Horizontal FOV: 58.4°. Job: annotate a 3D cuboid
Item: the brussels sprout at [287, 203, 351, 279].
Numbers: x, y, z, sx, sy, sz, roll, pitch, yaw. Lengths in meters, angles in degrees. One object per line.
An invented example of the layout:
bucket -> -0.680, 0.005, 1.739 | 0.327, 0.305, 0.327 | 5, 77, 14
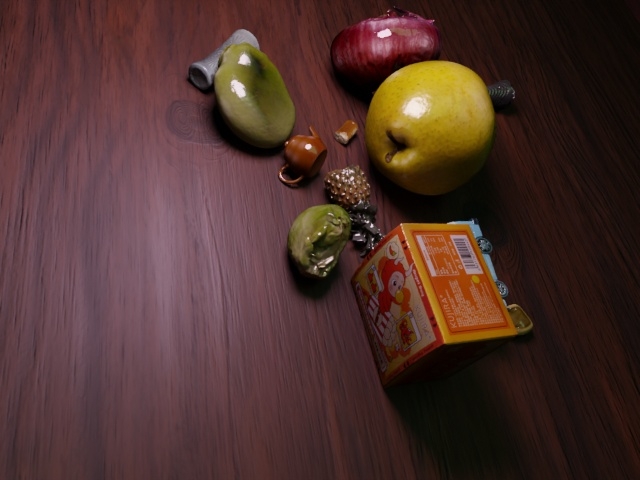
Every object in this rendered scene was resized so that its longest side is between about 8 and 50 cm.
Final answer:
brussels sprout -> -0.004, -0.003, 1.345 | 0.131, 0.145, 0.183 | 31, 88, -37

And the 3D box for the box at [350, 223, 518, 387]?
box -> 0.235, 0.146, 1.286 | 0.214, 0.259, 0.283 | 1, 57, -28

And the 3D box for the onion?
onion -> 0.201, -0.537, 1.739 | 0.348, 0.348, 0.285 | -14, 100, -35

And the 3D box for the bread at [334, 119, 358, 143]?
bread -> 0.076, -0.316, 1.672 | 0.047, 0.036, 0.083 | 33, 50, 7

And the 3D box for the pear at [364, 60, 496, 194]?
pear -> 0.308, -0.313, 1.593 | 0.362, 0.362, 0.418 | 43, 47, 5

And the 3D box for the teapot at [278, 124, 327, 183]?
teapot -> -0.052, -0.224, 1.498 | 0.116, 0.116, 0.173 | 34, 81, -3

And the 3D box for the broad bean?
broad bean -> -0.175, -0.378, 1.499 | 0.238, 0.119, 0.291 | -23, 91, -48

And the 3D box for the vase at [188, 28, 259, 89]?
vase -> -0.268, -0.495, 1.581 | 0.096, 0.096, 0.219 | 39, 52, 1

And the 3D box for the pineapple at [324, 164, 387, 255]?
pineapple -> 0.098, -0.072, 1.478 | 0.125, 0.125, 0.251 | -17, 78, -36

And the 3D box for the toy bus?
toy bus -> 0.357, 0.082, 1.480 | 0.165, 0.133, 0.271 | 1, 60, -22

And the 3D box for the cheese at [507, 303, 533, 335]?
cheese -> 0.490, 0.224, 1.514 | 0.162, 0.036, 0.086 | -15, 65, -35

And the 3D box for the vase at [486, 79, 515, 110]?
vase -> 0.563, -0.513, 2.032 | 0.237, 0.115, 0.115 | -9, 63, -28
